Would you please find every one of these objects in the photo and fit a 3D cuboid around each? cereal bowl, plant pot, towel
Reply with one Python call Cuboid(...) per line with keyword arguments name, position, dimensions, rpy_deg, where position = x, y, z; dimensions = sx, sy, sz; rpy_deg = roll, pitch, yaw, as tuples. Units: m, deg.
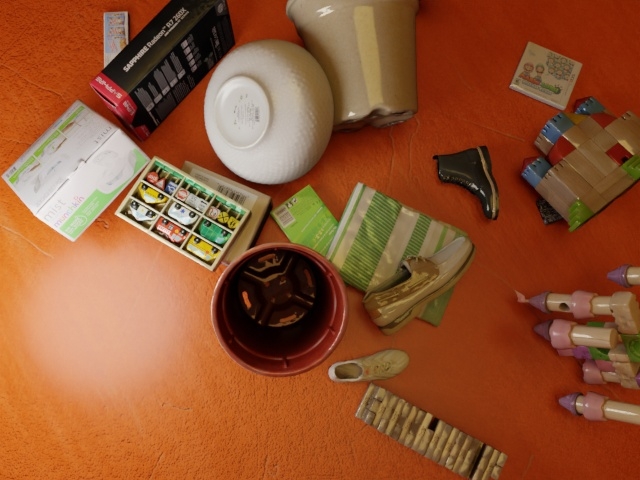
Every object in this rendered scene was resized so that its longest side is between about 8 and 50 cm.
Cuboid(name="cereal bowl", position=(-0.145, -0.296, 1.341), dimensions=(0.339, 0.141, 0.339), rpy_deg=(6, 102, 30))
Cuboid(name="plant pot", position=(-0.090, 0.125, 1.266), dimensions=(0.272, 0.265, 0.272), rpy_deg=(-1, 95, -6))
Cuboid(name="plant pot", position=(0.104, -0.434, 1.394), dimensions=(0.334, 0.334, 0.305), rpy_deg=(-9, 90, -3))
Cuboid(name="towel", position=(0.188, 0.031, 1.410), dimensions=(0.325, 0.038, 0.248), rpy_deg=(25, 80, -7))

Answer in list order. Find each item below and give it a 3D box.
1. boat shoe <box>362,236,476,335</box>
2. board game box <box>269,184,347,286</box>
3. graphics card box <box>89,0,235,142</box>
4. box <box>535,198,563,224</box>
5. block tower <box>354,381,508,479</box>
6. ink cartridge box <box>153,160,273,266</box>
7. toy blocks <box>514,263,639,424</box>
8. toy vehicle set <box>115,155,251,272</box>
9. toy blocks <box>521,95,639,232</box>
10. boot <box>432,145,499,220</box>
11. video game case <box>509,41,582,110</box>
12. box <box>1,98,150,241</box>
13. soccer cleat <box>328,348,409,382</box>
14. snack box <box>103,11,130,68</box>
Cuboid(name="boat shoe", position=(0.230, 0.084, 1.336), dimensions=(0.302, 0.113, 0.103), rpy_deg=(-41, 98, -10))
Cuboid(name="board game box", position=(0.000, 0.000, 1.430), dimensions=(0.124, 0.039, 0.259), rpy_deg=(-36, 81, -8))
Cuboid(name="graphics card box", position=(-0.367, -0.434, 1.402), dimensions=(0.094, 0.233, 0.371), rpy_deg=(40, 81, 6))
Cuboid(name="box", position=(0.601, -0.083, 1.473), dimensions=(0.083, 0.018, 0.067), rpy_deg=(-19, 80, -5))
Cuboid(name="block tower", position=(0.248, 0.445, 1.324), dimensions=(0.335, 0.097, 0.091), rpy_deg=(27, 79, 5))
Cuboid(name="ink cartridge box", position=(-0.260, -0.057, 1.407), dimensions=(0.234, 0.088, 0.193), rpy_deg=(23, 78, 2))
Cuboid(name="toy blocks", position=(0.624, 0.219, 1.338), dimensions=(0.309, 0.260, 0.288), rpy_deg=(-43, 113, -32))
Cuboid(name="toy vehicle set", position=(-0.316, -0.062, 1.343), dimensions=(0.267, 0.035, 0.166), rpy_deg=(29, 80, 5))
Cuboid(name="toy blocks", position=(0.655, -0.215, 1.426), dimensions=(0.381, 0.191, 0.261), rpy_deg=(-35, 72, -14))
Cuboid(name="boot", position=(0.366, -0.137, 1.456), dimensions=(0.137, 0.077, 0.198), rpy_deg=(-8, 66, 1))
Cuboid(name="video game case", position=(0.601, -0.439, 1.541), dimensions=(0.157, 0.019, 0.143), rpy_deg=(24, 79, 3))
Cuboid(name="box", position=(-0.572, -0.170, 1.347), dimensions=(0.231, 0.127, 0.262), rpy_deg=(33, 78, 37))
Cuboid(name="soccer cleat", position=(0.117, 0.300, 1.355), dimensions=(0.196, 0.076, 0.068), rpy_deg=(-11, 80, -4))
Cuboid(name="snack box", position=(-0.534, -0.516, 1.518), dimensions=(0.064, 0.022, 0.178), rpy_deg=(-4, 79, -2))
